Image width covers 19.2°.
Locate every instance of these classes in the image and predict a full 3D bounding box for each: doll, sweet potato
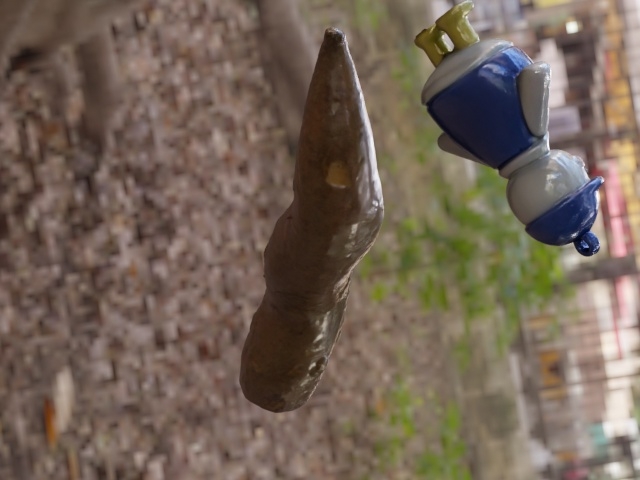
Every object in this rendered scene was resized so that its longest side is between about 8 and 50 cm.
[{"bbox_3d":[0.097,-0.052,0.948,0.143,0.057,0.099,56,-33,4],"label":"doll"},{"bbox_3d":[0.000,0.000,1.068,0.281,0.059,0.067,107,-5,-53],"label":"sweet potato"}]
